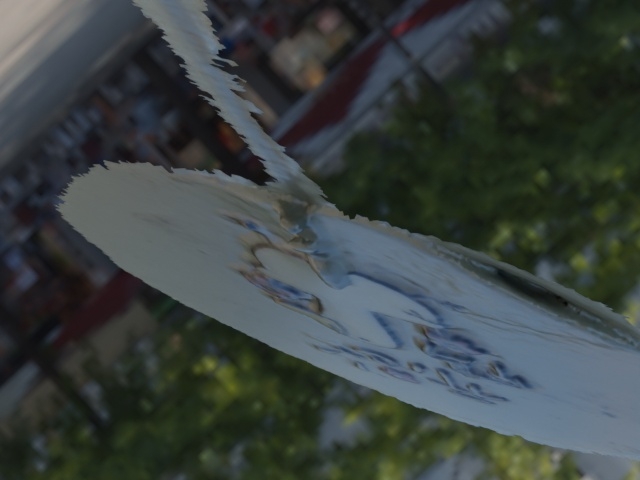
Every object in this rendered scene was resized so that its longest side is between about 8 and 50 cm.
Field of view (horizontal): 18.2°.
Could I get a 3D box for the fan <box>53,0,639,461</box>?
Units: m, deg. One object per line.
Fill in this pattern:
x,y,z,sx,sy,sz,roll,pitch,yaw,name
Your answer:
0.000,0.001,0.549,0.414,0.233,0.012,51,56,-63,fan
